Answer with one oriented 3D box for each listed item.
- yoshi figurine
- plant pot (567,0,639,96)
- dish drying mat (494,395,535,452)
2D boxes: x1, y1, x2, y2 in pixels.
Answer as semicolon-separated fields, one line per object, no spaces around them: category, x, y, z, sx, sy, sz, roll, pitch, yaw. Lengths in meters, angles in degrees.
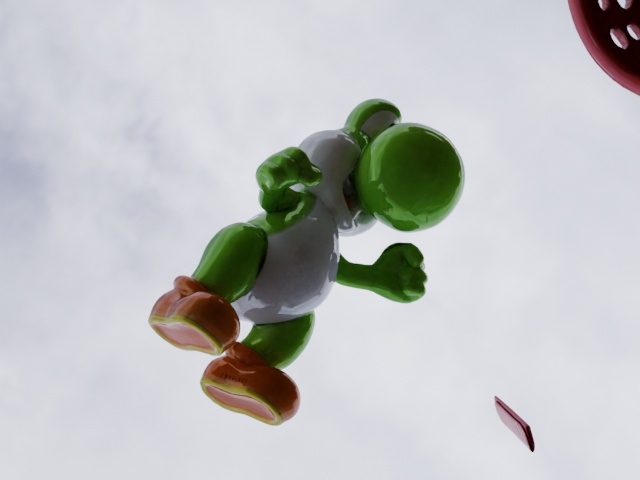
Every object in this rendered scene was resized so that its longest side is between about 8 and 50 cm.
yoshi figurine;0.015;-0.005;1.170;0.203;0.203;0.362;32;-119;7
plant pot;0.300;-0.199;0.870;0.174;0.191;0.191;-19;-92;-47
dish drying mat;0.197;0.187;1.235;0.008;0.083;0.032;-22;-72;-9
